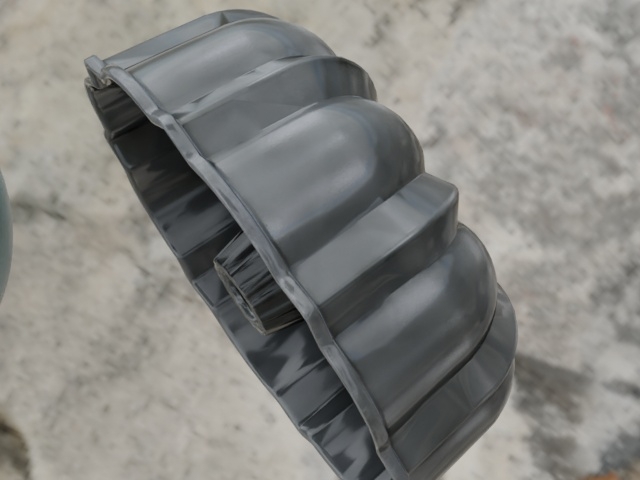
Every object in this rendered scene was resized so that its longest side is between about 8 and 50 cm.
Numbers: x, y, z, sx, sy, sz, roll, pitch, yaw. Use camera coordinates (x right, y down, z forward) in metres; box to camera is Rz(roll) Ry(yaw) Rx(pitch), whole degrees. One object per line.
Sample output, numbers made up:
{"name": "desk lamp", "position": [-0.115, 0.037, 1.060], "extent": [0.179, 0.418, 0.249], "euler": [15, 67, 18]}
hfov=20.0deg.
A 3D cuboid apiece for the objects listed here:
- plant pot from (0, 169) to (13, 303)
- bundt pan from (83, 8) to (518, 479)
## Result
{"name": "plant pot", "position": [-0.324, -0.005, 1.077], "extent": [0.293, 0.235, 0.293], "euler": [-2, 85, 25]}
{"name": "bundt pan", "position": [0.000, 0.000, 1.077], "extent": [0.124, 0.331, 0.331], "euler": [-35, 49, -10]}
